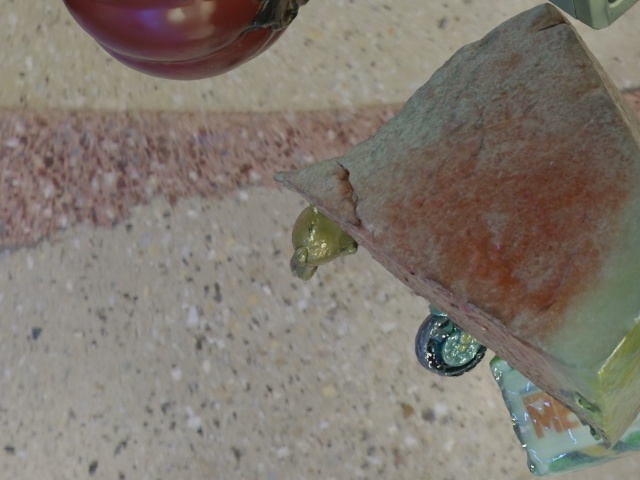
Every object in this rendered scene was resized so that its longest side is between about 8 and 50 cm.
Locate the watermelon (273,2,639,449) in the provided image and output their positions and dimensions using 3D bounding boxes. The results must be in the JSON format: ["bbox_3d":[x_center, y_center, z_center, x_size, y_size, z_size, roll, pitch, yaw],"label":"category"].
[{"bbox_3d":[0.112,0.008,0.741,0.193,0.310,0.231,-33,84,16],"label":"watermelon"}]

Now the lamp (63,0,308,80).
[{"bbox_3d":[-0.092,-0.216,0.837,0.227,0.227,0.226,-3,107,-10],"label":"lamp"}]

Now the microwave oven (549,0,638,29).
[{"bbox_3d":[0.086,-0.240,0.522,0.145,0.194,0.240,-39,146,-7],"label":"microwave oven"}]

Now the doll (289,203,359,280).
[{"bbox_3d":[-0.009,-0.003,0.975,0.051,0.093,0.061,20,76,-26],"label":"doll"}]

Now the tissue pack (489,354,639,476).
[{"bbox_3d":[0.320,0.080,1.066,0.311,0.228,0.128,-23,84,24],"label":"tissue pack"}]

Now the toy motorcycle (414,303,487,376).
[{"bbox_3d":[0.222,0.018,1.358,0.297,0.109,0.198,-21,123,-13],"label":"toy motorcycle"}]
